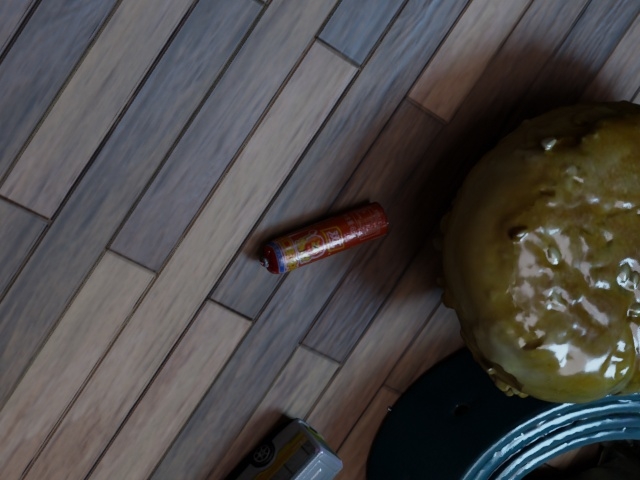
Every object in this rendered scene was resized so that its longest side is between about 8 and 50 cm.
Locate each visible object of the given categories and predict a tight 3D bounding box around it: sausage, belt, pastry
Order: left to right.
[{"bbox_3d":[0.000,0.000,1.740,0.129,0.034,0.034,-20,126,-24],"label":"sausage"},{"bbox_3d":[0.266,0.254,1.975,0.436,0.173,0.300,8,113,-36],"label":"belt"},{"bbox_3d":[0.246,0.011,1.808,0.316,0.184,0.284,-19,101,-25],"label":"pastry"}]

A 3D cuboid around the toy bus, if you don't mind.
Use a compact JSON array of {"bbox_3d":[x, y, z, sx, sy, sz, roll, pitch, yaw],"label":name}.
[{"bbox_3d":[-0.058,0.250,1.822,0.172,0.072,0.057,-48,136,-1],"label":"toy bus"}]
